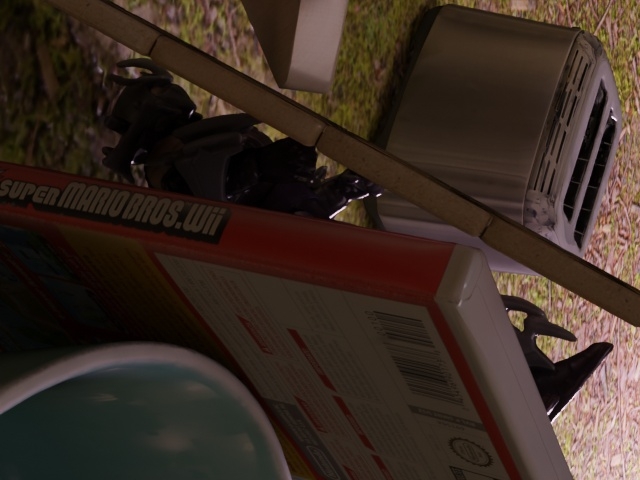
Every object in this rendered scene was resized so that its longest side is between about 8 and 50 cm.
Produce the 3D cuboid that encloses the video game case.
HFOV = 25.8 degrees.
[{"bbox_3d":[-0.047,0.042,0.562,0.025,0.285,0.204,-65,150,-25],"label":"video game case"}]

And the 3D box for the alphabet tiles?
[{"bbox_3d":[0.006,-0.041,0.560,0.011,0.342,0.285,-61,180,5],"label":"alphabet tiles"}]

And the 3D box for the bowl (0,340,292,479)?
[{"bbox_3d":[-0.155,0.173,0.521,0.311,0.163,0.311,-28,123,-54],"label":"bowl"}]

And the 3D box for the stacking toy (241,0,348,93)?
[{"bbox_3d":[-0.053,-0.234,0.556,0.130,0.309,0.279,5,122,-27],"label":"stacking toy"}]

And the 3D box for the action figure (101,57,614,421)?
[{"bbox_3d":[0.000,0.000,0.693,0.099,0.285,0.185,-53,166,15],"label":"action figure"}]

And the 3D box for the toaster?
[{"bbox_3d":[0.129,-0.065,1.029,0.227,0.146,0.129,-68,150,-23],"label":"toaster"}]
